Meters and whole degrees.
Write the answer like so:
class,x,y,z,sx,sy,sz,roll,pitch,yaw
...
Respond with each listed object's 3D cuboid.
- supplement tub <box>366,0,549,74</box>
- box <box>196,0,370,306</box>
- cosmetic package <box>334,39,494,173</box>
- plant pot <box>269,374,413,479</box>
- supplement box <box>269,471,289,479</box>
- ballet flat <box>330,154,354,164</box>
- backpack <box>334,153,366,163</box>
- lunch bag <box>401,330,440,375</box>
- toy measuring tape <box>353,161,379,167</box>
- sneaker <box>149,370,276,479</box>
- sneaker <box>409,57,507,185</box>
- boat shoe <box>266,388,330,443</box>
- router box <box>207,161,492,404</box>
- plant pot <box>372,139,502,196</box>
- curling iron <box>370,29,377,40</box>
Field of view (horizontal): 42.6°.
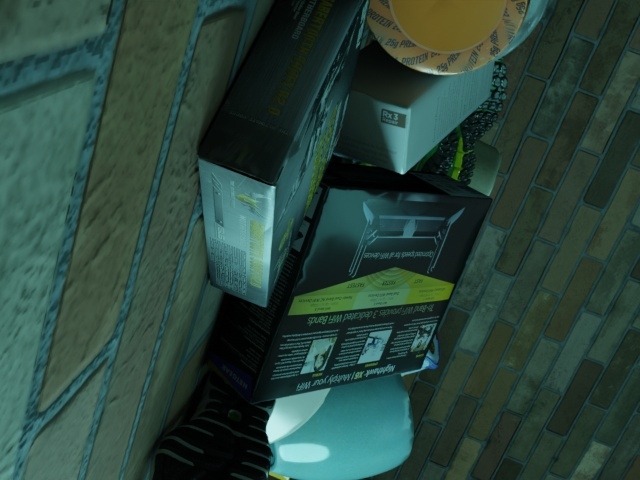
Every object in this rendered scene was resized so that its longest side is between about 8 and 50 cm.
class,x,y,z,sx,sy,sz,roll,pitch,yaw
supplement tub,0.151,-0.302,0.862,0.316,0.193,0.194,-62,172,-54
box,-0.028,-0.072,0.632,0.231,0.056,0.183,102,9,-65
cosmetic package,0.098,-0.168,0.910,0.231,0.117,0.086,-41,143,-42
plant pot,-0.020,0.260,1.295,0.195,0.290,0.290,-19,147,-28
supplement box,-0.084,0.382,1.785,0.191,0.129,0.194,-46,157,-81
ballet flat,0.017,-0.100,1.189,0.250,0.058,0.084,-74,149,-74
backpack,0.060,-0.157,1.048,0.114,0.105,0.084,90,22,-47
lunch bag,0.127,0.111,1.595,0.303,0.115,0.243,42,41,-43
toy measuring tape,0.076,-0.095,1.471,0.330,0.121,0.121,59,52,-82
sneaker,-0.118,0.254,0.839,0.281,0.106,0.163,-58,172,-73
sneaker,0.212,-0.220,1.445,0.146,0.134,0.344,58,-33,35
boat shoe,-0.031,0.109,1.126,0.341,0.127,0.158,-58,-158,14
router box,0.043,0.041,0.924,0.308,0.081,0.243,1,115,-49
plant pot,0.219,-0.145,1.814,0.334,0.305,0.334,22,90,-86
curling iron,0.073,-0.251,1.275,0.068,0.035,0.274,-39,163,-36
